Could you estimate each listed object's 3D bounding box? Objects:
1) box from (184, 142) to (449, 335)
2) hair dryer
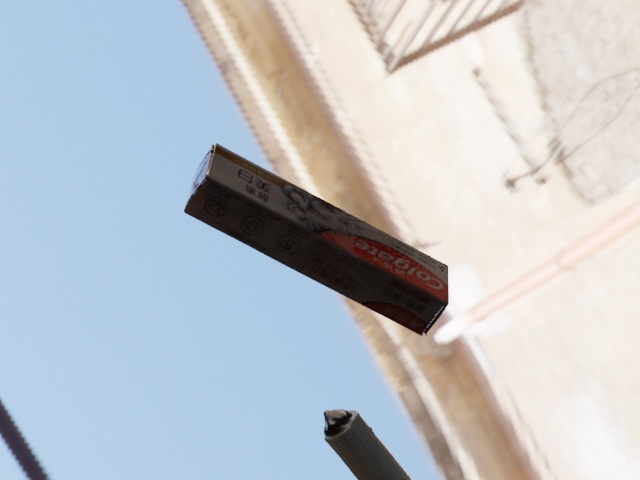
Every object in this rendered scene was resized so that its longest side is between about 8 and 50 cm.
[{"bbox_3d":[0.000,0.000,1.302,0.218,0.039,0.055,28,-149,-11],"label":"box"},{"bbox_3d":[0.085,0.217,1.375,0.131,0.073,0.236,-35,-75,11],"label":"hair dryer"}]
